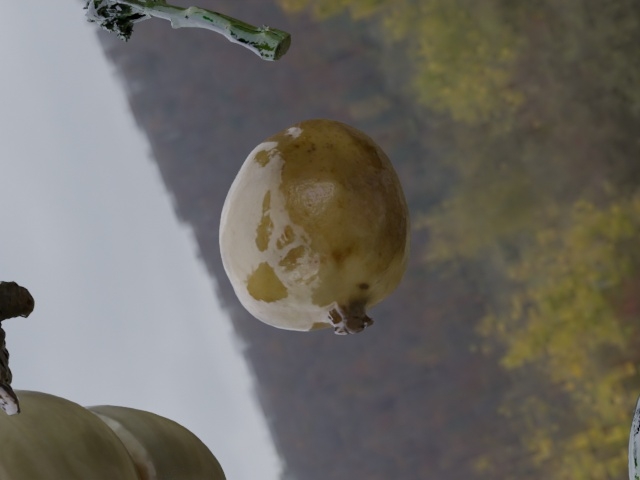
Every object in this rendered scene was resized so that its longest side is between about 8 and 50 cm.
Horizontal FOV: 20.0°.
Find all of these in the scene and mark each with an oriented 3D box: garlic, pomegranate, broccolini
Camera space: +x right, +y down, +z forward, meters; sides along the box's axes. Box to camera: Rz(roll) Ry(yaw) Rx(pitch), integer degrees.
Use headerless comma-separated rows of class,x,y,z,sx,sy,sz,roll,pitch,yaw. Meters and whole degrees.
garlic,-0.213,0.231,1.508,0.313,0.286,0.249,36,123,51
pomegranate,0.000,0.000,1.575,0.196,0.196,0.196,-20,-90,-87
broccolini,-0.134,-0.195,1.625,0.254,0.057,0.071,24,179,39

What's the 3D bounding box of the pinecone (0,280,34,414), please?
pinecone,-0.274,0.078,1.045,0.168,0.212,0.185,44,179,-15

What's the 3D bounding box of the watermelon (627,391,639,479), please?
watermelon,0.323,0.151,1.190,0.242,0.242,0.242,-20,-90,-87
